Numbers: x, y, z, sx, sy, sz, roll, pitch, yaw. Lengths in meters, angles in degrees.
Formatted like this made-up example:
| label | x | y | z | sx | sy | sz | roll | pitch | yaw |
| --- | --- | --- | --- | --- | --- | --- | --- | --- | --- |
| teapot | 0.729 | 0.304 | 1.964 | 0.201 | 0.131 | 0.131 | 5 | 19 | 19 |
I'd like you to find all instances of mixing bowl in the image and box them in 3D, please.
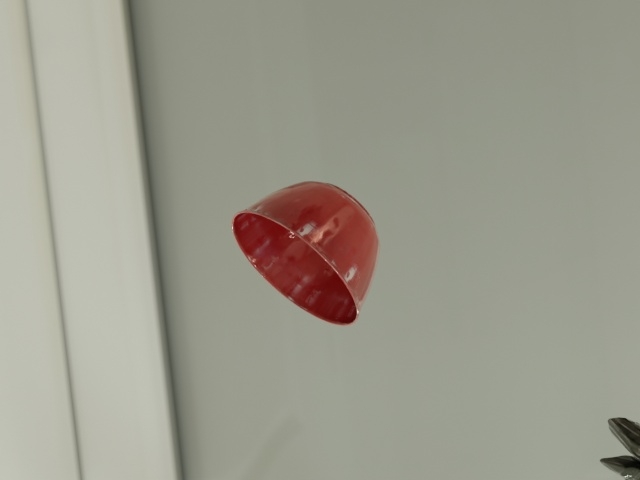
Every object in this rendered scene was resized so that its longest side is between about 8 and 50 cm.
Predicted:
| label | x | y | z | sx | sy | sz | roll | pitch | yaw |
| --- | --- | --- | --- | --- | --- | --- | --- | --- | --- |
| mixing bowl | 0.000 | 0.000 | 2.048 | 0.098 | 0.181 | 0.181 | -48 | -159 | -21 |

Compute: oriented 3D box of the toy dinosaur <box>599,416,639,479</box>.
| label | x | y | z | sx | sy | sz | roll | pitch | yaw |
| --- | --- | --- | --- | --- | --- | --- | --- | --- | --- |
| toy dinosaur | 0.271 | 0.152 | 1.018 | 0.164 | 0.322 | 0.218 | -24 | -149 | -2 |
